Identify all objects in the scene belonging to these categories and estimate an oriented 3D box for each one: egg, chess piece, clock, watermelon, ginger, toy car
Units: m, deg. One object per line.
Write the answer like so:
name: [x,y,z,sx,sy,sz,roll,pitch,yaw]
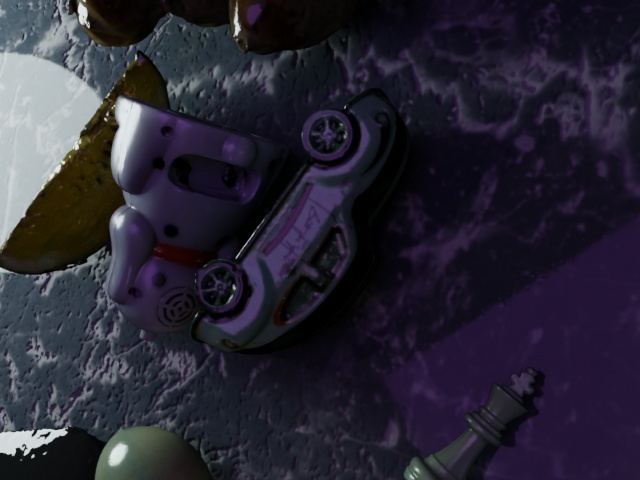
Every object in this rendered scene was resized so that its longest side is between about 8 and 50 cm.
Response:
egg: [-0.170,0.254,0.781,0.114,0.114,0.152,-49,57,7]
chess piece: [0.142,0.171,0.678,0.149,0.059,0.059,-49,60,2]
clock: [-0.158,-0.014,0.838,0.189,0.189,0.254,27,105,31]
watermelon: [-0.274,-0.078,0.921,0.123,0.129,0.301,33,86,29]
ginger: [-0.085,-0.307,0.862,0.375,0.176,0.256,12,60,19]
toy car: [0.000,0.000,0.757,0.125,0.136,0.306,39,94,17]

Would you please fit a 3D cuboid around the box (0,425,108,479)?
box: [-0.390,0.382,0.824,0.359,0.091,0.350,-12,52,25]
